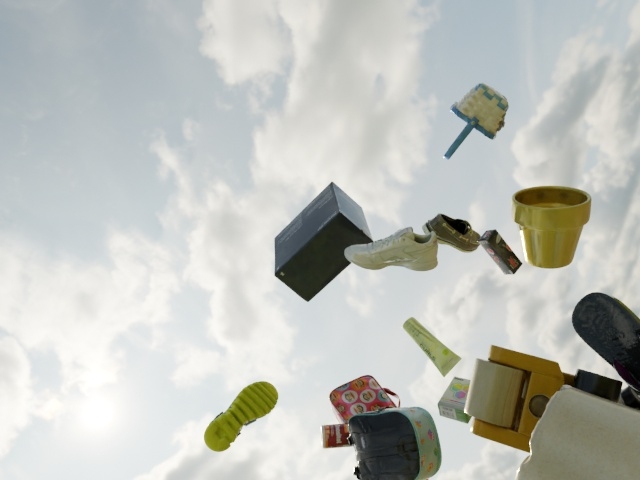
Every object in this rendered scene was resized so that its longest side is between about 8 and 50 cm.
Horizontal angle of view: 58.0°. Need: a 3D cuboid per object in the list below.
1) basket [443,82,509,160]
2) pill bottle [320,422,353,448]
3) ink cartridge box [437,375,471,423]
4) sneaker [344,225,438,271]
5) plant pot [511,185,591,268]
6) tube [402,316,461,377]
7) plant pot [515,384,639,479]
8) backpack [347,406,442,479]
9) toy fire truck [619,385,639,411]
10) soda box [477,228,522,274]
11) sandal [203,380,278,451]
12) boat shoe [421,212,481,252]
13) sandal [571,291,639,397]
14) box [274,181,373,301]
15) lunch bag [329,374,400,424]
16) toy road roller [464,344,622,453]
[{"bbox_3d":[0.559,-0.431,2.139,0.289,0.201,0.255,-50,-1,24],"label":"basket"},{"bbox_3d":[0.079,0.725,2.150,0.086,0.152,0.086,177,90,-85],"label":"pill bottle"},{"bbox_3d":[0.511,0.546,2.054,0.209,0.109,0.062,-40,-56,-42],"label":"ink cartridge box"},{"bbox_3d":[0.229,0.017,1.862,0.114,0.305,0.152,-90,1,-61],"label":"sneaker"},{"bbox_3d":[0.793,-0.041,2.001,0.254,0.254,0.239,-28,-60,-45],"label":"plant pot"},{"bbox_3d":[0.394,0.374,2.080,0.062,0.240,0.070,-17,-43,-32],"label":"tube"},{"bbox_3d":[0.529,0.425,1.016,0.334,0.305,0.334,-33,-45,-41],"label":"plant pot"},{"bbox_3d":[0.168,0.436,1.226,0.144,0.188,0.166,8,-117,-35],"label":"backpack"},{"bbox_3d":[0.803,0.482,1.355,0.158,0.246,0.217,-53,3,32],"label":"toy fire truck"},{"bbox_3d":[0.630,0.041,2.027,0.060,0.053,0.169,-46,-76,-19],"label":"soda box"},{"bbox_3d":[-0.280,0.597,1.974,0.317,0.126,0.138,-32,-10,-35],"label":"sandal"},{"bbox_3d":[0.510,-0.030,2.148,0.305,0.109,0.091,13,-47,-37],"label":"boat shoe"},{"bbox_3d":[0.726,0.282,1.283,0.107,0.446,0.167,9,-65,-34],"label":"sandal"},{"bbox_3d":[0.000,0.000,2.171,0.179,0.312,0.343,41,-73,-20],"label":"box"},{"bbox_3d":[0.199,0.683,2.326,0.258,0.293,0.120,-23,-49,-14],"label":"lunch bag"},{"bbox_3d":[0.511,0.377,1.336,0.240,0.329,0.202,33,-109,-72],"label":"toy road roller"}]
